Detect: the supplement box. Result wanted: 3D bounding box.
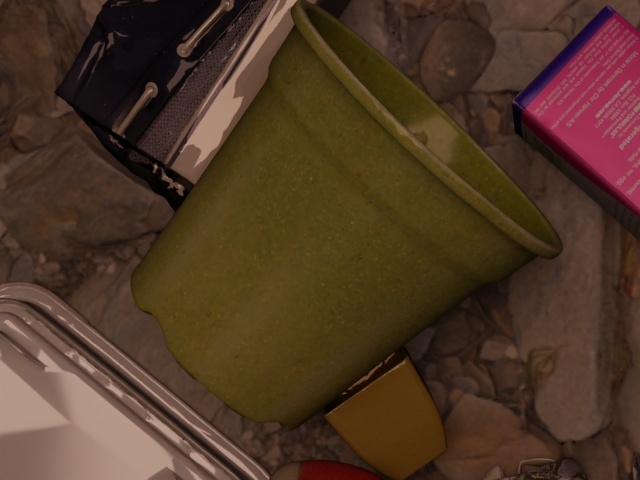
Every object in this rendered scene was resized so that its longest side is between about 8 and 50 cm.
[{"bbox_3d":[0.269,-0.064,1.335,0.220,0.111,0.114,44,89,11],"label":"supplement box"}]

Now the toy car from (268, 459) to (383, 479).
[{"bbox_3d":[0.075,0.266,1.262,0.238,0.219,0.210,-4,82,7],"label":"toy car"}]

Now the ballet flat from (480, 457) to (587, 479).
[{"bbox_3d":[0.156,0.197,1.356,0.114,0.041,0.041,-14,80,6],"label":"ballet flat"}]

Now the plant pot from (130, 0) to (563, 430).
[{"bbox_3d":[0.000,0.000,1.308,0.276,0.276,0.254,46,101,12],"label":"plant pot"}]

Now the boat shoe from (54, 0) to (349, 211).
[{"bbox_3d":[-0.078,-0.201,1.397,0.158,0.127,0.340,34,88,8],"label":"boat shoe"}]

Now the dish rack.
[{"bbox_3d":[-0.229,0.222,1.390,0.333,0.072,0.285,38,88,11],"label":"dish rack"}]

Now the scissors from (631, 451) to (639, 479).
[{"bbox_3d":[0.281,0.320,1.327,0.109,0.021,0.297,6,82,12],"label":"scissors"}]

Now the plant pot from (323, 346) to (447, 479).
[{"bbox_3d":[0.058,0.144,1.355,0.081,0.081,0.083,-35,93,2],"label":"plant pot"}]
